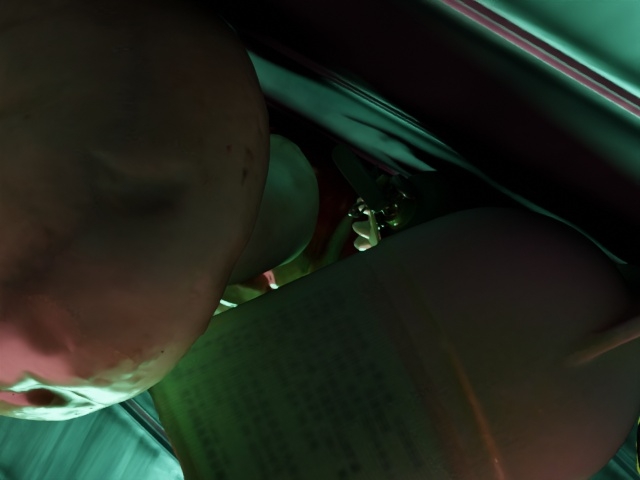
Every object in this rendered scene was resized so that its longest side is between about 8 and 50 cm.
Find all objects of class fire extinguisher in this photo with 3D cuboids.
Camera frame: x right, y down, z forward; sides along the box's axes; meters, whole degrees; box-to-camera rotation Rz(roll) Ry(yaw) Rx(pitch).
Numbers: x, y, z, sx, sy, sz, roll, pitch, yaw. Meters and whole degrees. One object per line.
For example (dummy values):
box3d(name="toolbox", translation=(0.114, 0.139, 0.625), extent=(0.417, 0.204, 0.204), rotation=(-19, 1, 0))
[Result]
box3d(name="fire extinguisher", translation=(0.140, 0.009, 1.196), extent=(0.311, 0.095, 0.114), rotation=(27, -151, -34))

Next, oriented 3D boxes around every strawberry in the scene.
box3d(name="strawberry", translation=(-0.080, -0.023, 1.493), extent=(0.318, 0.295, 0.345), rotation=(10, -140, -25))

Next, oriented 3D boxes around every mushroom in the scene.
box3d(name="mushroom", translation=(-0.161, -0.056, 0.918), extent=(0.315, 0.315, 0.356), rotation=(27, -137, 7))

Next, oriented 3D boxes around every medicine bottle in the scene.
box3d(name="medicine bottle", translation=(0.092, 0.108, 1.030), extent=(0.236, 0.406, 0.235), rotation=(156, 90, -85))

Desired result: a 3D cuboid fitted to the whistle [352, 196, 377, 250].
box3d(name="whistle", translation=(0.137, 0.014, 1.316), extent=(0.244, 0.110, 0.092), rotation=(27, -148, -20))

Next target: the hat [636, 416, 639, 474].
box3d(name="hat", translation=(0.510, 0.297, 1.867), extent=(0.233, 0.233, 0.244), rotation=(25, 179, 12))

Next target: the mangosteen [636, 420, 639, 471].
box3d(name="mangosteen", translation=(0.496, 0.254, 1.632), extent=(0.216, 0.216, 0.216), rotation=(27, 178, 1))
